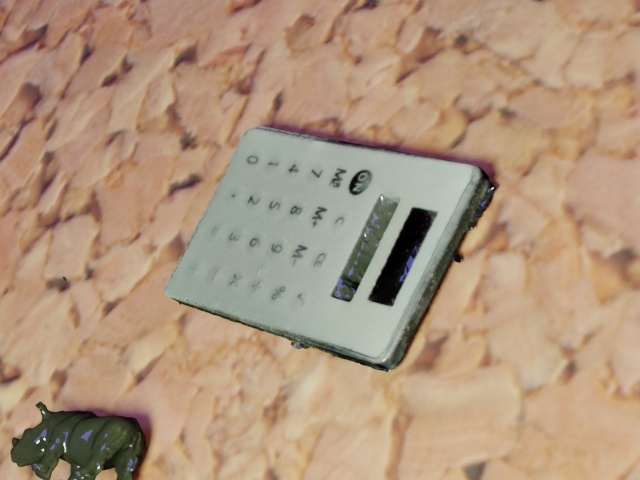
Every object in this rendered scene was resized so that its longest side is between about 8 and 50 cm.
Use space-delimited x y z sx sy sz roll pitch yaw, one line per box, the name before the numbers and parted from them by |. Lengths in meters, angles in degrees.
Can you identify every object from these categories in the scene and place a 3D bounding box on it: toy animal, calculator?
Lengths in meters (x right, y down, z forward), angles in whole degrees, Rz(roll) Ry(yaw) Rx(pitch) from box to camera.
toy animal | -0.186 0.156 1.275 0.136 0.047 0.065 -2 55 44
calculator | 0.000 0.000 1.232 0.262 0.021 0.161 13 71 48
